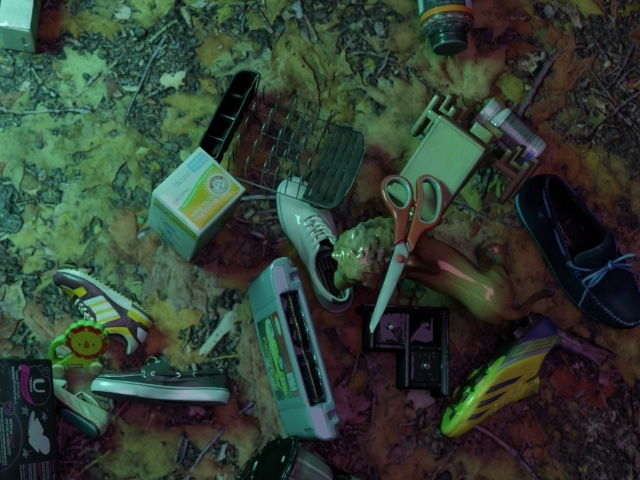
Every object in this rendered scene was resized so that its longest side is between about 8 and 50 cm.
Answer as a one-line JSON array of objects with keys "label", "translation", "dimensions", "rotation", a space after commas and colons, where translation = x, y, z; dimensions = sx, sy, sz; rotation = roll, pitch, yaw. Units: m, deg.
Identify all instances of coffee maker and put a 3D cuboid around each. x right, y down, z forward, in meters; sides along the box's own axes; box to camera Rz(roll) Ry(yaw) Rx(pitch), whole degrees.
[{"label": "coffee maker", "translation": [-0.019, 0.404, 1.512], "dimensions": [0.178, 0.171, 0.120], "rotation": [35, 75, -20]}]

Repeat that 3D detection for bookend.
[{"label": "bookend", "translation": [0.142, 0.194, 1.622], "dimensions": [0.157, 0.072, 0.156], "rotation": [5, 77, -11]}]

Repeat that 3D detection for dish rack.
[{"label": "dish rack", "translation": [-0.059, -0.172, 1.629], "dimensions": [0.272, 0.074, 0.208], "rotation": [20, 62, 4]}]

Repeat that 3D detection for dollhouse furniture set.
[{"label": "dollhouse furniture set", "translation": [0.244, -0.135, 1.645], "dimensions": [0.212, 0.242, 0.161], "rotation": [40, 113, 15]}]

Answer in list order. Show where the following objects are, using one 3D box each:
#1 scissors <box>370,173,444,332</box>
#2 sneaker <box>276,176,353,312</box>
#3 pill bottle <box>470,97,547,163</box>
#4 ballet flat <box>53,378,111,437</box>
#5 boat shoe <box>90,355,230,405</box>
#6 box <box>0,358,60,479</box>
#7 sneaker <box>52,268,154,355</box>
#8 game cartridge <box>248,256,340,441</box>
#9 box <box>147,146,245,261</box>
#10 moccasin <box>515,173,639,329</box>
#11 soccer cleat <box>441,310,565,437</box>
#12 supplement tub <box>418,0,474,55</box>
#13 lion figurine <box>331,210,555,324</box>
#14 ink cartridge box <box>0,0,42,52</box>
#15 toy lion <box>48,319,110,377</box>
[{"label": "scissors", "translation": [0.140, 0.017, 1.463], "dimensions": [0.109, 0.021, 0.297], "rotation": [11, 61, -8]}, {"label": "sneaker", "translation": [0.000, 0.000, 1.625], "dimensions": [0.094, 0.091, 0.258], "rotation": [-23, 83, -16]}, {"label": "pill bottle", "translation": [0.357, -0.202, 1.757], "dimensions": [0.137, 0.078, 0.078], "rotation": [43, 72, 0]}, {"label": "ballet flat", "translation": [-0.417, 0.260, 1.503], "dimensions": [0.168, 0.057, 0.052], "rotation": [37, 45, -6]}, {"label": "boat shoe", "translation": [-0.261, 0.229, 1.525], "dimensions": [0.229, 0.080, 0.076], "rotation": [6, 70, -12]}, {"label": "box", "translation": [-0.502, 0.312, 1.390], "dimensions": [0.163, 0.142, 0.247], "rotation": [-13, 77, 24]}, {"label": "sneaker", "translation": [-0.373, 0.118, 1.528], "dimensions": [0.186, 0.069, 0.083], "rotation": [29, 68, -4]}, {"label": "game cartridge", "translation": [-0.050, 0.187, 1.516], "dimensions": [0.060, 0.196, 0.294], "rotation": [-13, 81, -15]}, {"label": "box", "translation": [-0.210, -0.056, 1.533], "dimensions": [0.103, 0.203, 0.114], "rotation": [43, 72, 0]}, {"label": "moccasin", "translation": [0.489, 0.026, 1.713], "dimensions": [0.138, 0.117, 0.342], "rotation": [-41, 89, -17]}, {"label": "soccer cleat", "translation": [0.331, 0.254, 1.641], "dimensions": [0.121, 0.093, 0.289], "rotation": [46, 73, -6]}, {"label": "supplement tub", "translation": [0.241, -0.461, 1.776], "dimensions": [0.106, 0.106, 0.197], "rotation": [-2, 78, -13]}, {"label": "lion figurine", "translation": [0.216, 0.056, 1.565], "dimensions": [0.392, 0.240, 0.142], "rotation": [18, 107, 5]}, {"label": "ink cartridge box", "translation": [-0.520, -0.409, 1.600], "dimensions": [0.056, 0.099, 0.135], "rotation": [6, 76, -11]}, {"label": "toy lion", "translation": [-0.392, 0.173, 1.497], "dimensions": [0.100, 0.034, 0.096], "rotation": [-3, 116, -3]}]
